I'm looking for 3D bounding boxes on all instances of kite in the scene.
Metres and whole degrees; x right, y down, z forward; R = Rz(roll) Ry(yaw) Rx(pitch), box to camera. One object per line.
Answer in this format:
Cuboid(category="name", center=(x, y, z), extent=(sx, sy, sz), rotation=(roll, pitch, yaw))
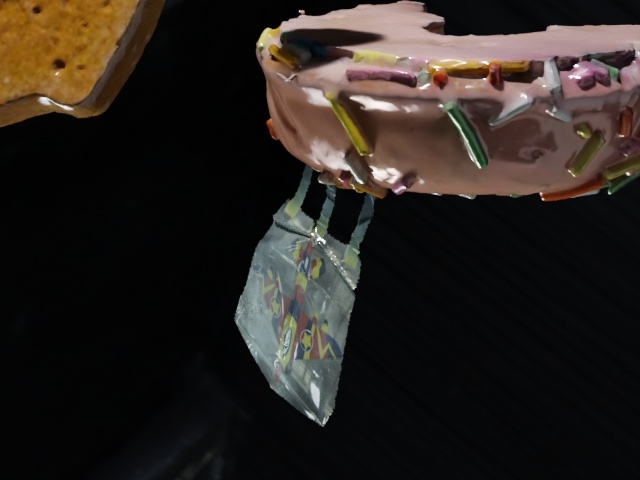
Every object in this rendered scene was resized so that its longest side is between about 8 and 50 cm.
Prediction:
Cuboid(category="kite", center=(-0.001, 0.000, 1.124), extent=(0.015, 0.141, 0.245), rotation=(-1, -60, -38))

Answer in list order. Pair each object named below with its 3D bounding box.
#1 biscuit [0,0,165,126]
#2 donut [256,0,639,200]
Cuboid(category="biscuit", center=(-0.324, -0.295, 1.462), extent=(0.350, 0.455, 0.078), rotation=(-41, -8, 10))
Cuboid(category="donut", center=(0.070, -0.074, 0.877), extent=(0.199, 0.233, 0.085), rotation=(-19, -66, -51))
